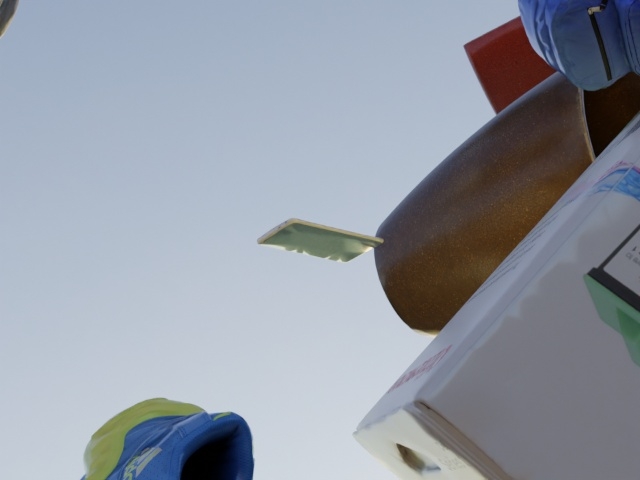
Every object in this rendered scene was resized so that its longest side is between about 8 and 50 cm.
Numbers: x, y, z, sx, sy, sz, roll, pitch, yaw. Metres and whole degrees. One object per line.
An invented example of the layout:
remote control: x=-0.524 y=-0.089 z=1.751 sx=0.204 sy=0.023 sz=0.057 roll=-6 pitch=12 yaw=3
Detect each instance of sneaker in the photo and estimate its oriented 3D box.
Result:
sneaker: x=-0.108 y=0.169 z=0.702 sx=0.091 sy=0.240 sz=0.126 roll=40 pitch=-36 yaw=-20

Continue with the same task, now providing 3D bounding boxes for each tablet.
tablet: x=0.000 y=0.000 z=1.090 sx=0.083 sy=0.006 sz=0.054 roll=12 pitch=-25 yaw=-31

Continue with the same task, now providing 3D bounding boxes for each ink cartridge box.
ink cartridge box: x=0.158 y=0.026 z=0.714 sx=0.117 sy=0.278 sz=0.201 roll=42 pitch=-12 yaw=3

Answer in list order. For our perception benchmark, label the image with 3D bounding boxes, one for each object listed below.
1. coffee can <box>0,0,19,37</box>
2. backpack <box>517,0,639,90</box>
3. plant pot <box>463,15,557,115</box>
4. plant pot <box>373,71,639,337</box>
coffee can: x=-0.379 y=-0.282 z=1.163 sx=0.201 sy=0.202 sz=0.275 roll=-7 pitch=-36 yaw=4
backpack: x=0.191 y=-0.154 z=0.916 sx=0.120 sy=0.101 sz=0.098 roll=-27 pitch=-54 yaw=-2
plant pot: x=0.389 y=-0.192 z=1.869 sx=0.267 sy=0.236 sz=0.267 roll=-11 pitch=-5 yaw=-35
plant pot: x=0.165 y=-0.010 z=1.158 sx=0.230 sy=0.215 sz=0.215 roll=-24 pitch=-34 yaw=32
